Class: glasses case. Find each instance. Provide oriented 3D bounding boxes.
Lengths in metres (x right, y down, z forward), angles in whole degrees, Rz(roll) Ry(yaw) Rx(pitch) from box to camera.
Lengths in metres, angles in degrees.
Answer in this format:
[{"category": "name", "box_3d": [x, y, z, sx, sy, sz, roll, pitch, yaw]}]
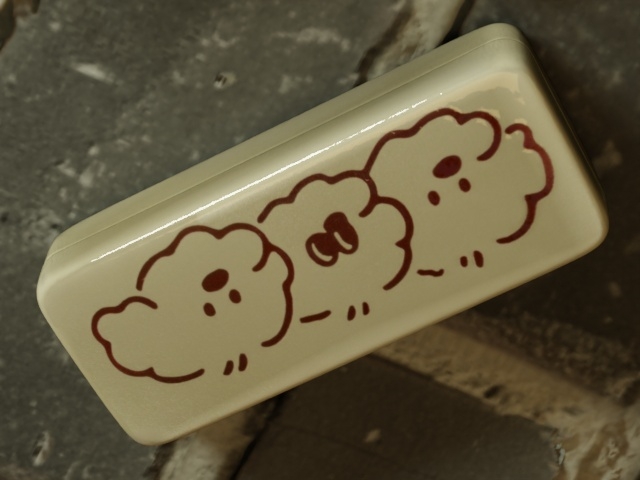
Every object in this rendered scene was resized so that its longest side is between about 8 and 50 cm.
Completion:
[{"category": "glasses case", "box_3d": [0.000, 0.000, 1.159, 0.336, 0.076, 0.144, -26, 115, 14]}]
